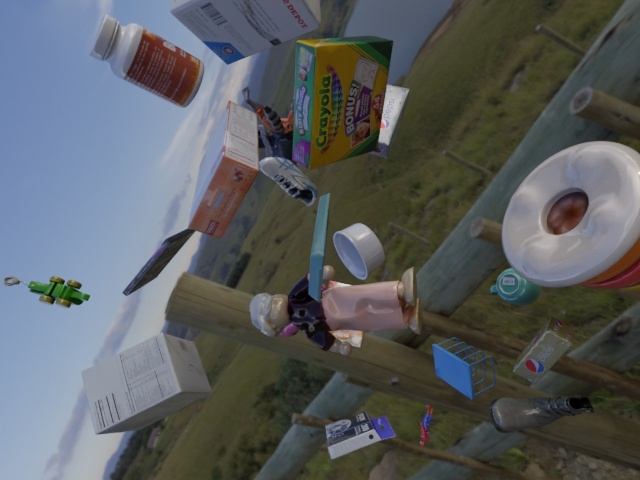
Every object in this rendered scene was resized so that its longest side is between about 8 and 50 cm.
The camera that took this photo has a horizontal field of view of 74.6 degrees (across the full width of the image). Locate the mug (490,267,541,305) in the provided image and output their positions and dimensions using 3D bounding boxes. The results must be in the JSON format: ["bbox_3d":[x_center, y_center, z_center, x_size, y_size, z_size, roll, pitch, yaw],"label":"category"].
[{"bbox_3d":[0.678,0.169,1.478,0.157,0.097,0.129,-54,41,26],"label":"mug"}]

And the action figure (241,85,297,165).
[{"bbox_3d":[-0.176,-0.362,1.457,0.330,0.341,0.178,75,-170,-48],"label":"action figure"}]

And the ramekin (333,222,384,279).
[{"bbox_3d":[0.198,0.046,2.121,0.135,0.277,0.277,-32,0,-18],"label":"ramekin"}]

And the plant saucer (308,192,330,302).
[{"bbox_3d":[0.000,0.000,0.561,0.192,0.018,0.067,-81,-5,-62],"label":"plant saucer"}]

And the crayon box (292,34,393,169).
[{"bbox_3d":[0.066,-0.437,1.328,0.106,0.313,0.363,35,134,37],"label":"crayon box"}]

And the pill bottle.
[{"bbox_3d":[-0.381,-0.396,0.932,0.121,0.216,0.121,-25,56,43],"label":"pill bottle"}]

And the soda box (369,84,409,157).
[{"bbox_3d":[0.265,-0.474,1.665,0.091,0.098,0.286,73,-144,-66],"label":"soda box"}]

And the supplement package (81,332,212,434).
[{"bbox_3d":[-0.407,0.343,1.009,0.149,0.203,0.194,63,176,22],"label":"supplement package"}]

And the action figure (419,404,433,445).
[{"bbox_3d":[0.325,0.574,1.299,0.030,0.038,0.115,-10,49,38],"label":"action figure"}]

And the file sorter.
[{"bbox_3d":[0.462,0.404,1.357,0.170,0.104,0.118,21,124,64],"label":"file sorter"}]

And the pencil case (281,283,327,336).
[{"bbox_3d":[-0.053,0.183,1.164,0.098,0.095,0.209,-22,-19,-41],"label":"pencil case"}]

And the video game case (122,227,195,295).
[{"bbox_3d":[-0.568,0.069,1.495,0.274,0.026,0.196,-45,4,17],"label":"video game case"}]

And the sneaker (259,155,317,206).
[{"bbox_3d":[-0.095,-0.187,1.323,0.085,0.237,0.086,-32,46,31],"label":"sneaker"}]

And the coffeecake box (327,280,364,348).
[{"bbox_3d":[0.078,0.236,1.334,0.068,0.142,0.185,72,-149,-68],"label":"coffeecake box"}]

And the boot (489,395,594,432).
[{"bbox_3d":[0.551,0.416,1.046,0.161,0.247,0.083,-43,47,45],"label":"boot"}]

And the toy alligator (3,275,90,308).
[{"bbox_3d":[-0.575,0.110,0.900,0.051,0.190,0.056,91,-170,-61],"label":"toy alligator"}]

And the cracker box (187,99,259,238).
[{"bbox_3d":[-0.174,-0.135,0.770,0.155,0.067,0.232,-54,27,30],"label":"cracker box"}]

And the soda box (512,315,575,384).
[{"bbox_3d":[0.547,0.273,1.033,0.058,0.061,0.181,-42,-27,-42],"label":"soda box"}]

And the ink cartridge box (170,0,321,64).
[{"bbox_3d":[-0.231,-0.774,1.358,0.285,0.395,0.166,27,-122,-60],"label":"ink cartridge box"}]

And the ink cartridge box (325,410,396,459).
[{"bbox_3d":[0.121,0.608,1.345,0.206,0.208,0.045,102,150,-83],"label":"ink cartridge box"}]

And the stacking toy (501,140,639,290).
[{"bbox_3d":[0.726,0.012,1.014,0.350,0.480,0.350,-52,24,35],"label":"stacking toy"}]

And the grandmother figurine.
[{"bbox_3d":[0.018,0.138,0.820,0.104,0.342,0.207,-46,-52,-65],"label":"grandmother figurine"}]
